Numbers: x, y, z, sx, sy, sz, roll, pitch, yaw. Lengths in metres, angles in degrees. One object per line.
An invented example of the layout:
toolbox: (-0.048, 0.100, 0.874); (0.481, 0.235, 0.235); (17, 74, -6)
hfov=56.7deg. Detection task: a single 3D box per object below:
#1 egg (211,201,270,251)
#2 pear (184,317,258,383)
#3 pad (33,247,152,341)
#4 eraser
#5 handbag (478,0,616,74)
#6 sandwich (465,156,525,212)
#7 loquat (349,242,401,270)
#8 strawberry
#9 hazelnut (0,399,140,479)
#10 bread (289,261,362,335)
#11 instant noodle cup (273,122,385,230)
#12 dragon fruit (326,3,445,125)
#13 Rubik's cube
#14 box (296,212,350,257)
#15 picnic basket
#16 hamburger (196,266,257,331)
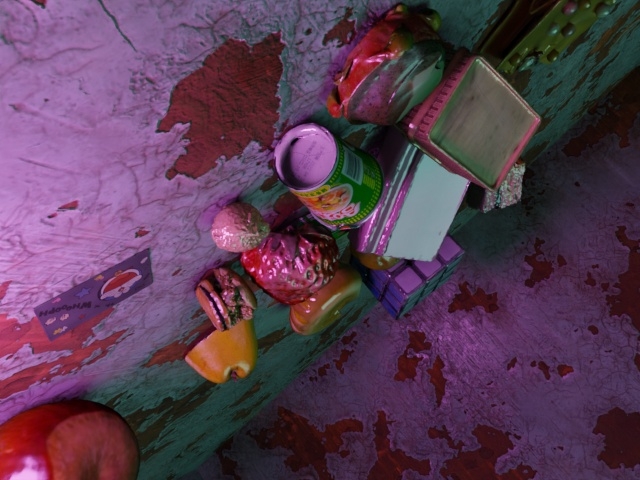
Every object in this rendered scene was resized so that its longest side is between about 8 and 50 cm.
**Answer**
egg: (-0.176, -0.027, 1.297); (0.116, 0.118, 0.140); (-66, 163, 19)
pear: (-0.294, 0.378, 1.952); (0.266, 0.178, 0.267); (-37, 167, -10)
pad: (-0.461, 0.115, 1.234); (0.245, 0.006, 0.170); (-32, 161, -27)
eraser: (0.259, -0.129, 1.637); (0.272, 0.122, 0.360); (9, 116, -28)
handbag: (0.622, -0.585, 1.614); (0.400, 0.133, 0.283); (-21, 159, -47)
sandwich: (0.503, -0.244, 1.844); (0.131, 0.326, 0.262); (-18, 161, -7)
loquat: (0.197, -0.003, 2.025); (0.213, 0.213, 0.213); (-36, 162, -14)
strawberry: (-0.073, 0.094, 1.587); (0.264, 0.149, 0.336); (-9, 151, -10)
hazelnut: (-0.645, 0.575, 1.430); (0.359, 0.359, 0.409); (-46, 154, 17)
bread: (0.004, 0.209, 2.178); (0.333, 0.160, 0.333); (-37, 161, -15)
instant noodle cup: (0.015, -0.145, 1.300); (0.207, 0.207, 0.232); (-43, 156, 9)
dragon fruit: (0.146, -0.341, 1.202); (0.295, 0.130, 0.268); (-43, 158, 10)
Rubik's cube: (0.324, 0.074, 2.280); (0.303, 0.305, 0.301); (-37, 163, -16)
box: (0.000, 0.000, 1.760); (0.180, 0.103, 0.250); (-29, 161, -32)
picnic basket: (0.336, -0.294, 1.408); (0.312, 0.175, 0.228); (27, 98, -38)
hamburger: (-0.237, 0.143, 1.521); (0.131, 0.159, 0.185); (-30, -179, -18)
